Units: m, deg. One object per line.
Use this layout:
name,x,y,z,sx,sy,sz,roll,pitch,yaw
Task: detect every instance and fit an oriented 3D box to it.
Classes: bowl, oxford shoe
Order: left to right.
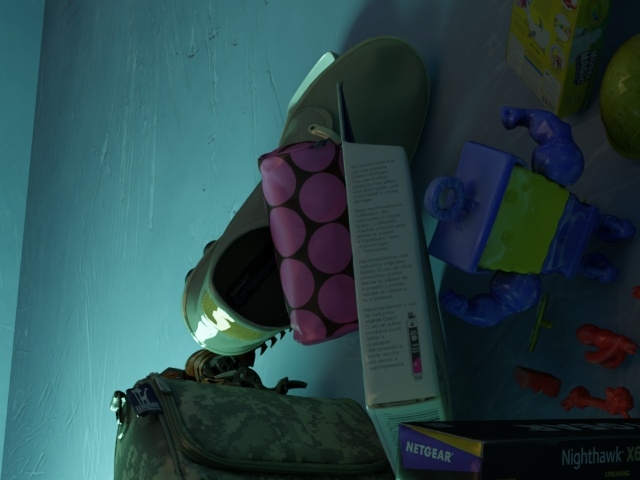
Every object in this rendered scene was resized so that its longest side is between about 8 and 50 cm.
oxford shoe,0.003,-0.057,1.140,0.449,0.169,0.130,-55,11,-16
bowl,0.013,-0.180,1.387,0.142,0.053,0.142,-51,40,41

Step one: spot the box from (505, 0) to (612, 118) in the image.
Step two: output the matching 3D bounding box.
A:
box,0.228,-0.218,0.938,0.179,0.043,0.105,84,161,-52

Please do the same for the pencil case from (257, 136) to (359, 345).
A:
pencil case,0.000,0.000,1.020,0.095,0.098,0.209,-178,77,-71

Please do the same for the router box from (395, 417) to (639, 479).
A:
router box,0.185,0.246,0.658,0.081,0.309,0.243,0,84,56

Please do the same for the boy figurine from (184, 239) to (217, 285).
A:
boy figurine,-0.096,0.041,1.457,0.285,0.092,0.177,-4,50,56

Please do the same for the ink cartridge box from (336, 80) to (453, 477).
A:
ink cartridge box,0.083,0.061,0.970,0.324,0.071,0.330,68,-163,-60

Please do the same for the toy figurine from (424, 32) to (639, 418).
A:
toy figurine,0.199,-0.035,0.830,0.191,0.217,0.362,39,112,64

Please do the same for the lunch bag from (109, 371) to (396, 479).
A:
lunch bag,-0.071,0.277,1.041,0.212,0.305,0.256,-50,42,38

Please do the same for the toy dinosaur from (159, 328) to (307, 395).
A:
toy dinosaur,-0.132,0.208,1.317,0.218,0.164,0.322,27,85,34
